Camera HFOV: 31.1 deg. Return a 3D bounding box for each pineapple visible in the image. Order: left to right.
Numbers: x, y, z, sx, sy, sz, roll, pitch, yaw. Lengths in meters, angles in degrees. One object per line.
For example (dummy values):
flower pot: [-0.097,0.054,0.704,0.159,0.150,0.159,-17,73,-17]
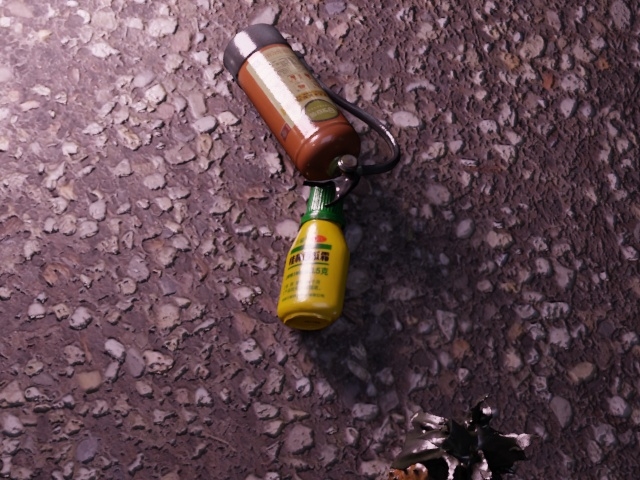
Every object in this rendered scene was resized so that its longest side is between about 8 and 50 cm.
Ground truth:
pineapple: [0.184,0.309,1.611,0.166,0.364,0.165,3,61,-5]

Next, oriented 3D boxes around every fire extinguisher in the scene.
fire extinguisher: [-0.001,-0.213,1.898,0.200,0.113,0.376,-24,58,-14]

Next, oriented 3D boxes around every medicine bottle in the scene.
medicine bottle: [0.000,0.000,1.872,0.111,0.076,0.309,-5,57,23]
